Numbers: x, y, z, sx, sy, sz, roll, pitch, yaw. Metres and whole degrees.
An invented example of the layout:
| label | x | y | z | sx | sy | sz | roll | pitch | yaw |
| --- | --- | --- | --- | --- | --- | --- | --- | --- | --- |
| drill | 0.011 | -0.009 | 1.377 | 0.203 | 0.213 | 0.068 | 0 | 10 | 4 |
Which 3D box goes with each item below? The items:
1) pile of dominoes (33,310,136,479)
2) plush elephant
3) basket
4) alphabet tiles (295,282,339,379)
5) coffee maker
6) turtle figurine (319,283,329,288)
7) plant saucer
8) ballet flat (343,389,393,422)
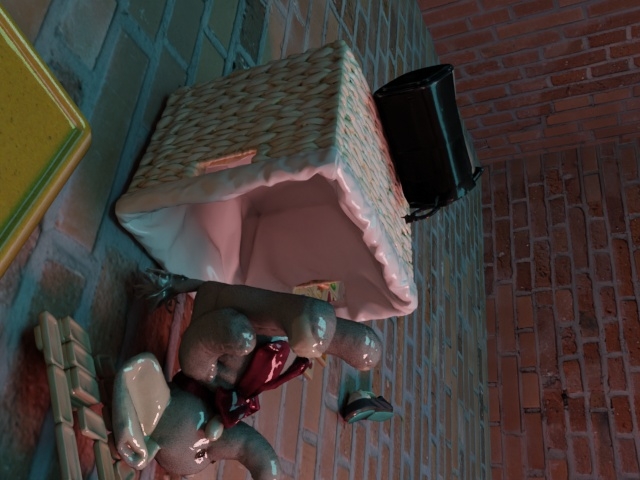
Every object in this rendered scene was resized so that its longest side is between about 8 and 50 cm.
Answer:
| label | x | y | z | sx | sy | sz | roll | pitch | yaw |
| --- | --- | --- | --- | --- | --- | --- | --- | --- | --- |
| pile of dominoes | -0.246 | 0.206 | 0.698 | 0.196 | 0.040 | 0.251 | 79 | -8 | -62 |
| plush elephant | -0.118 | 0.187 | 0.838 | 0.272 | 0.329 | 0.256 | 48 | 55 | -72 |
| basket | -0.050 | -0.059 | 0.997 | 0.331 | 0.328 | 0.267 | 58 | 31 | -43 |
| alphabet tiles | -0.029 | 0.093 | 1.386 | 0.285 | 0.011 | 0.343 | 57 | 34 | -45 |
| coffee maker | 0.154 | -0.146 | 0.967 | 0.171 | 0.120 | 0.178 | -65 | 138 | -60 |
| turtle figurine | 0.000 | 0.000 | 1.363 | 0.269 | 0.087 | 0.218 | 5 | 70 | -57 |
| plant saucer | -0.354 | -0.118 | 0.625 | 0.333 | 0.080 | 0.333 | -76 | 148 | -43 |
| ballet flat | 0.099 | 0.375 | 1.529 | 0.203 | 0.074 | 0.074 | 22 | 63 | -57 |
